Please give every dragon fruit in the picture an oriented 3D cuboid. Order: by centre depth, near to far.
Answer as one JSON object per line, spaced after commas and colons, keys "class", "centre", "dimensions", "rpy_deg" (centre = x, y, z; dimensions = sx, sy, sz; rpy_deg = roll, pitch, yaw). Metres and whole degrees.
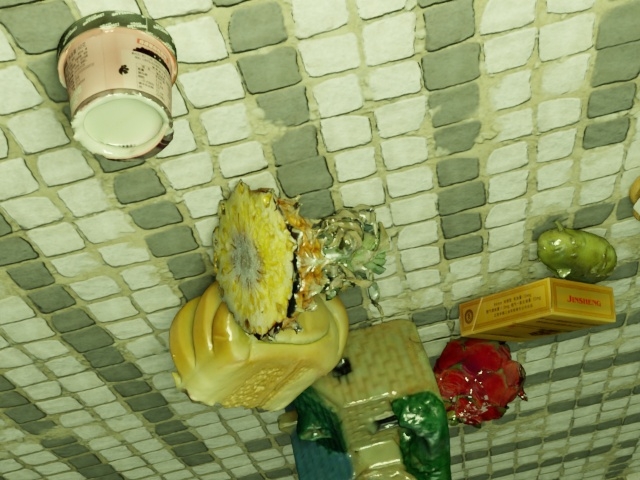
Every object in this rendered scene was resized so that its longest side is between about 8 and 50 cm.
{"class": "dragon fruit", "centre": [0.354, 0.302, 1.949], "dimensions": [0.192, 0.274, 0.193], "rpy_deg": [12, 136, 41]}

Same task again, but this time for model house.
{"class": "model house", "centre": [0.078, 0.393, 1.885], "dimensions": [0.342, 0.335, 0.382], "rpy_deg": [-12, 137, -3]}

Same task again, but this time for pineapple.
{"class": "pineapple", "centre": [0.000, 0.022, 1.416], "dimensions": [0.271, 0.263, 0.262], "rpy_deg": [-5, 149, -37]}

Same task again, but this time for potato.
{"class": "potato", "centre": [0.486, 0.027, 1.669], "dimensions": [0.117, 0.090, 0.225], "rpy_deg": [-36, 141, 31]}

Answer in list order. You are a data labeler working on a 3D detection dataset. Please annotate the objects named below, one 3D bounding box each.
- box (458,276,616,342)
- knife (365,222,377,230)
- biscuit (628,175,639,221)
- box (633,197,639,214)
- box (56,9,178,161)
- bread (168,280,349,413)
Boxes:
{"class": "box", "centre": [0.433, 0.146, 1.770], "dimensions": [0.174, 0.076, 0.274], "rpy_deg": [10, 161, -28]}
{"class": "knife", "centre": [0.000, 0.000, 1.542], "dimensions": [0.210, 0.015, 0.028], "rpy_deg": [-18, 153, 11]}
{"class": "biscuit", "centre": [0.627, -0.086, 1.600], "dimensions": [0.184, 0.027, 0.133], "rpy_deg": [18, 131, -38]}
{"class": "box", "centre": [0.690, -0.083, 1.553], "dimensions": [0.233, 0.067, 0.150], "rpy_deg": [7, 128, -32]}
{"class": "box", "centre": [-0.247, -0.184, 1.081], "dimensions": [0.151, 0.135, 0.151], "rpy_deg": [-10, 146, -6]}
{"class": "bread", "centre": [-0.111, 0.162, 1.590], "dimensions": [0.315, 0.211, 0.270], "rpy_deg": [11, 133, -44]}
